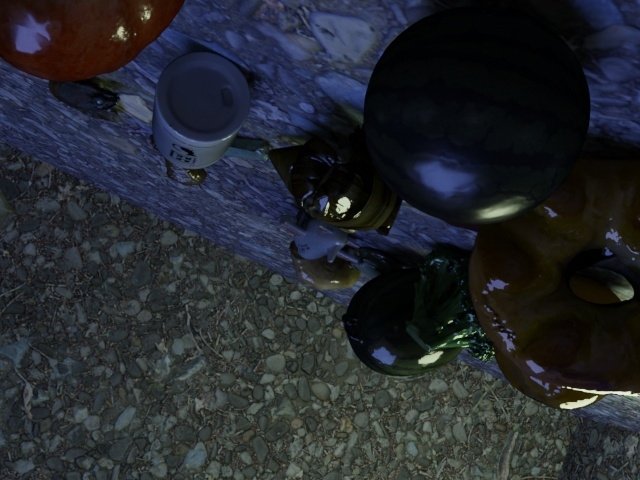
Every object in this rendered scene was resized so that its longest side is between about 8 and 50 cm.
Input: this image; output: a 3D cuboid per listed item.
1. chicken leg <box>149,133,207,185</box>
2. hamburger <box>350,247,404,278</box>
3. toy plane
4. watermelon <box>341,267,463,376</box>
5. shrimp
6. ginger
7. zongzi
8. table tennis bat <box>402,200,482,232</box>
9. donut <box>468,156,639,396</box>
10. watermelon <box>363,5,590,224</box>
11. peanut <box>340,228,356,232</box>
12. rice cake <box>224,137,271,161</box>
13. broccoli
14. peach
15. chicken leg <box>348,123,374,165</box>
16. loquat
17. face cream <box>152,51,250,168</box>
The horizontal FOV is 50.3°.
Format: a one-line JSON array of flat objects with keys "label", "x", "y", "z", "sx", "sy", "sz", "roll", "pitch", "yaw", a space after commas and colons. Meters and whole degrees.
[{"label": "chicken leg", "x": -0.362, "y": -0.200, "z": 1.698, "sx": 0.085, "sy": 0.069, "sz": 0.198, "roll": 15, "pitch": 159, "yaw": 33}, {"label": "hamburger", "x": 0.158, "y": 0.070, "z": 1.882, "sx": 0.140, "sy": 0.062, "sz": 0.133, "roll": 16, "pitch": 165, "yaw": 46}, {"label": "toy plane", "x": 0.000, "y": 0.000, "z": 1.740, "sx": 0.245, "sy": 0.117, "sz": 0.244, "roll": 22, "pitch": 169, "yaw": 4}, {"label": "watermelon", "x": 0.218, "y": 0.209, "z": 1.749, "sx": 0.359, "sy": 0.278, "sz": 0.279, "roll": -10, "pitch": -172, "yaw": -31}, {"label": "shrimp", "x": -0.496, "y": -0.303, "z": 1.510, "sx": 0.164, "sy": 0.062, "sz": 0.317, "roll": 28, "pitch": 173, "yaw": -42}, {"label": "ginger", "x": 0.021, "y": 0.069, "z": 1.944, "sx": 0.138, "sy": 0.152, "sz": 0.267, "roll": 17, "pitch": 173, "yaw": 46}, {"label": "zongzi", "x": -0.025, "y": -0.120, "z": 1.135, "sx": 0.288, "sy": 0.134, "sz": 0.286, "roll": 28, "pitch": -176, "yaw": 24}, {"label": "table tennis bat", "x": 0.234, "y": -0.052, "z": 1.259, "sx": 0.234, "sy": 0.022, "sz": 0.131, "roll": 18, "pitch": 168, "yaw": 21}, {"label": "donut", "x": 0.340, "y": 0.045, "z": 0.827, "sx": 0.317, "sy": 0.299, "sz": 0.150, "roll": 47, "pitch": -176, "yaw": 4}, {"label": "watermelon", "x": 0.143, "y": -0.117, "z": 0.655, "sx": 0.212, "sy": 0.212, "sz": 0.212, "roll": 23, "pitch": 169, "yaw": 5}, {"label": "peanut", "x": 0.044, "y": -0.055, "z": 1.563, "sx": 0.113, "sy": 0.054, "sz": 0.054, "roll": 33, "pitch": 166, "yaw": -29}, {"label": "rice cake", "x": -0.177, "y": -0.194, "z": 1.407, "sx": 0.211, "sy": 0.034, "sz": 0.043, "roll": 15, "pitch": 157, "yaw": 40}, {"label": "broccoli", "x": 0.298, "y": 0.149, "z": 1.506, "sx": 0.269, "sy": 0.241, "sz": 0.261, "roll": 47, "pitch": 164, "yaw": 16}, {"label": "peach", "x": -0.267, "y": -0.277, "z": 0.719, "sx": 0.232, "sy": 0.232, "sz": 0.257, "roll": 27, "pitch": 158, "yaw": -16}, {"label": "chicken leg", "x": 0.153, "y": -0.115, "z": 1.022, "sx": 0.234, "sy": 0.063, "sz": 0.105, "roll": 25, "pitch": 174, "yaw": -14}, {"label": "loquat", "x": 0.461, "y": 0.185, "z": 1.298, "sx": 0.263, "sy": 0.263, "sz": 0.263, "roll": 23, "pitch": 169, "yaw": 5}, {"label": "face cream", "x": -0.221, "y": -0.197, "z": 1.194, "sx": 0.145, "sy": 0.145, "sz": 0.370, "roll": 26, "pitch": 168, "yaw": -10}]
